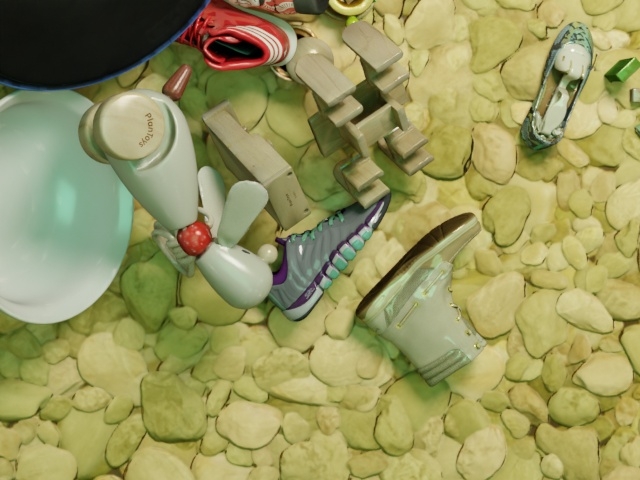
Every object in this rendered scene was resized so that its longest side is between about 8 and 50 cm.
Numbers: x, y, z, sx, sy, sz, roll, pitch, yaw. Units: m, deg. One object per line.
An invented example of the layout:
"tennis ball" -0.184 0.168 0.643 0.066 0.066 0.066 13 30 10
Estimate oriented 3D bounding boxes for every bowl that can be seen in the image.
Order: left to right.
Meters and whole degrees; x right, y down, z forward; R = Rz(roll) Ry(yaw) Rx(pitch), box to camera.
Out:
"bowl" -0.385 -0.047 1.748 0.134 0.298 0.297 3 98 36
"bowl" -0.269 -0.330 1.584 0.391 0.391 0.077 -34 61 -3

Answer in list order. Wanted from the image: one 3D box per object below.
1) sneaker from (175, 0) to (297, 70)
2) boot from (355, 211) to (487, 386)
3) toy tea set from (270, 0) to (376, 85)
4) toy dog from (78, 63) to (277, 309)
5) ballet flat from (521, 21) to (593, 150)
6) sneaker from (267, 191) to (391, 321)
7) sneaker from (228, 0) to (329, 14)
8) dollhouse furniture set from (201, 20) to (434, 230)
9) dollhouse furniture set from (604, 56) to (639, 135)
"sneaker" -0.149 -0.275 1.759 0.221 0.128 0.087 15 106 16
"boot" 0.176 0.081 1.902 0.213 0.077 0.165 -44 99 3
"toy tea set" -0.016 -0.373 1.801 0.200 0.124 0.336 -14 98 -7
"toy dog" -0.157 -0.085 1.732 0.161 0.220 0.333 -43 128 -13
"ballet flat" 0.335 -0.211 1.899 0.070 0.070 0.188 18 93 -10
"sneaker" 0.000 0.000 1.867 0.098 0.083 0.223 38 90 -5
"sneaker" -0.060 -0.419 1.722 0.145 0.090 0.270 7 104 18
"dollhouse furniture set" -0.003 -0.153 1.802 0.242 0.161 0.212 -35 141 -10
"dollhouse furniture set" 0.465 -0.189 1.922 0.076 0.058 0.151 -42 100 -2
